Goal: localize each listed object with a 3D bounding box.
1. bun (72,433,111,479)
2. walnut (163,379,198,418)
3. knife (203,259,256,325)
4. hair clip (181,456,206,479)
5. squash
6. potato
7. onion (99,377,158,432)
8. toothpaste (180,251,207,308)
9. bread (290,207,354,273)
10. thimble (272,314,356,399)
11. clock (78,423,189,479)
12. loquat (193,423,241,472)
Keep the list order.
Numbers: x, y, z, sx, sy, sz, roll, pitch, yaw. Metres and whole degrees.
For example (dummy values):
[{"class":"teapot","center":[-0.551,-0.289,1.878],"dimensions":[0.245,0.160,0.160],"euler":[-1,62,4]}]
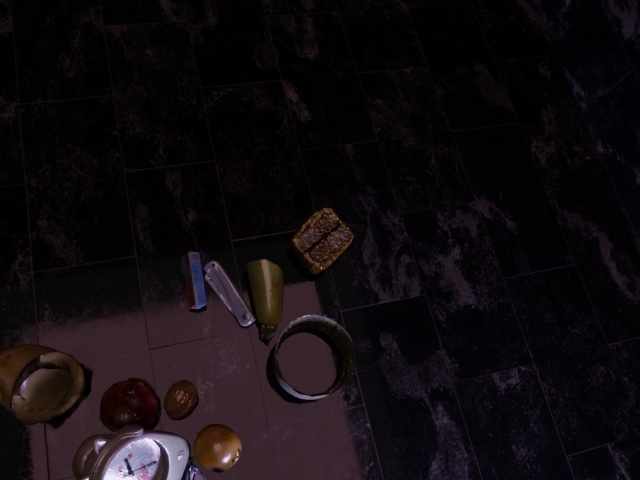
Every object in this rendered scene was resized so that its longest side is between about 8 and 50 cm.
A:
[{"class":"bun","center":[-0.648,0.660,1.663],"dimensions":[0.167,0.113,0.172],"euler":[23,69,-30]},{"class":"walnut","center":[-0.443,0.504,1.775],"dimensions":[0.105,0.105,0.124],"euler":[35,71,3]},{"class":"knife","center":[-0.320,0.184,1.953],"dimensions":[0.073,0.040,0.265],"euler":[-35,79,-9]},{"class":"hair clip","center":[-0.408,0.763,1.709],"dimensions":[0.124,0.052,0.195],"euler":[6,73,-3]},{"class":"squash","center":[-0.168,0.208,1.936],"dimensions":[0.138,0.137,0.287],"euler":[-10,78,-14]},{"class":"potato","center":[-0.858,0.406,1.654],"dimensions":[0.243,0.285,0.242],"euler":[-2,81,15]},{"class":"onion","center":[-0.587,0.515,1.717],"dimensions":[0.184,0.147,0.183],"euler":[1,84,-9]},{"class":"toothpaste","center":[-0.442,0.141,1.942],"dimensions":[0.044,0.070,0.193],"euler":[5,65,-41]},{"class":"bread","center":[0.000,0.000,2.053],"dimensions":[0.181,0.096,0.222],"euler":[43,70,7]},{"class":"thimble","center":[-0.029,0.393,1.868],"dimensions":[0.271,0.150,0.270],"euler":[4,68,-9]},{"class":"clock","center":[-0.542,0.654,1.591],"dimensions":[0.324,0.109,0.265],"euler":[41,63,-44]},{"class":"loquat","center":[-0.317,0.634,1.719],"dimensions":[0.163,0.163,0.137],"euler":[21,80,-2]}]
